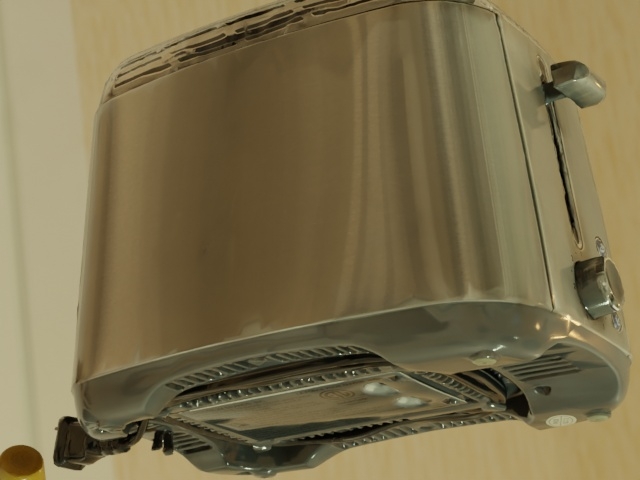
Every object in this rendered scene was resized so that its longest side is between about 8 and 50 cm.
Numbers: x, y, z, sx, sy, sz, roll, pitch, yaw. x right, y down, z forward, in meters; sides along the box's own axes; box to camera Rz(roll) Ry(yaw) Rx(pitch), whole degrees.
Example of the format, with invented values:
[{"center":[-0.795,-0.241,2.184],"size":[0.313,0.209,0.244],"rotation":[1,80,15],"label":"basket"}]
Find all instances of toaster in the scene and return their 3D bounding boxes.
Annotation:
[{"center":[0.000,0.000,0.606],"size":[0.227,0.146,0.129],"rotation":[-15,155,30],"label":"toaster"}]

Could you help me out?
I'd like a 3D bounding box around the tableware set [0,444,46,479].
[{"center":[-0.180,0.076,0.632],"size":[0.154,0.104,0.024],"rotation":[17,130,5],"label":"tableware set"}]
